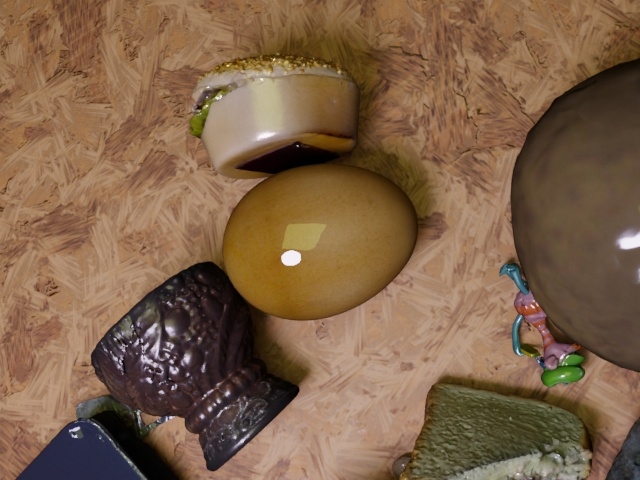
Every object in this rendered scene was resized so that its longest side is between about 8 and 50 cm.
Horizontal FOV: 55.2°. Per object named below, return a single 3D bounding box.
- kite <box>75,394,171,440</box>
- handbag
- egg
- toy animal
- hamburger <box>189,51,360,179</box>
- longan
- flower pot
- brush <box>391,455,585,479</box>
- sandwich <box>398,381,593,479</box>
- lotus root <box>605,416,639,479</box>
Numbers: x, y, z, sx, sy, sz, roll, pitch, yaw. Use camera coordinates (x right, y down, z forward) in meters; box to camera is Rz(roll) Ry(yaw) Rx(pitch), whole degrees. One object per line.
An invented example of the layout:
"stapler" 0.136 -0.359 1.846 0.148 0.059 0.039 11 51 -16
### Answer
"kite" -0.345 0.323 1.133 0.245 0.015 0.141 -29 76 6
"handbag" -0.397 0.500 1.051 0.303 0.122 0.329 43 91 12
"egg" 0.000 0.000 1.001 0.323 0.250 0.250 -13 76 2
"toy animal" 0.345 0.132 0.986 0.103 0.100 0.208 -26 82 29
"hamburger" -0.074 -0.215 1.046 0.302 0.302 0.170 -13 84 10
"longan" 0.462 -0.043 0.829 0.404 0.404 0.435 -5 81 12
"flower pot" -0.189 0.211 1.006 0.266 0.266 0.267 -44 85 1
"brush" 0.264 0.377 0.981 0.299 0.039 0.042 1 82 9
"sandwich" 0.251 0.316 0.867 0.254 0.288 0.099 14 108 18
"lotus root" 0.489 0.356 0.858 0.175 0.175 0.349 34 88 17
